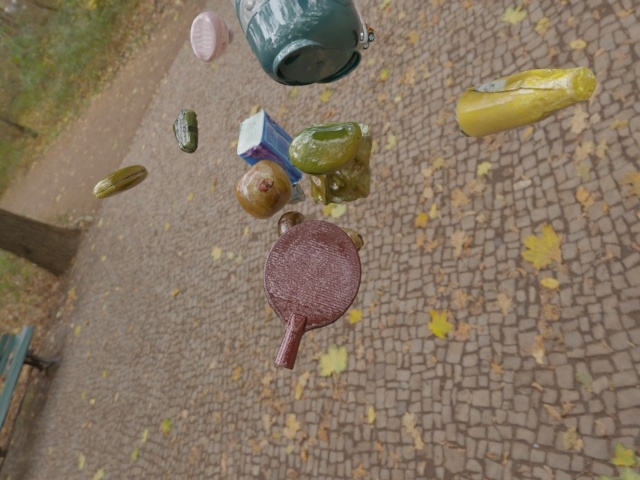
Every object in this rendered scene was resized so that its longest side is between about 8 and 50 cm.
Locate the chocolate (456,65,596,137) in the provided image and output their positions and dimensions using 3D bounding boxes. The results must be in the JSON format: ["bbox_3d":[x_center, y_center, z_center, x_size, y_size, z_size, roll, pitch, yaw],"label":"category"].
[{"bbox_3d":[0.547,-0.388,1.407,0.162,0.162,0.445,-66,18,-4],"label":"chocolate"}]

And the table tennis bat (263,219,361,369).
[{"bbox_3d":[-0.027,0.104,1.049,0.038,0.200,0.310,118,170,-75],"label":"table tennis bat"}]

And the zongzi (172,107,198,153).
[{"bbox_3d":[-0.324,-0.238,1.215,0.113,0.052,0.104,-25,62,50],"label":"zongzi"}]

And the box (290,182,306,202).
[{"bbox_3d":[-0.115,-0.197,2.206,0.069,0.122,0.084,-22,84,11],"label":"box"}]

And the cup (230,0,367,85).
[{"bbox_3d":[-0.026,-0.448,1.018,0.219,0.289,0.258,-32,75,44],"label":"cup"}]

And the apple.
[{"bbox_3d":[-0.202,-0.184,1.879,0.211,0.188,0.211,-43,7,7],"label":"apple"}]

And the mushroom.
[{"bbox_3d":[-0.032,0.009,1.670,0.254,0.267,0.267,-37,30,-20],"label":"mushroom"}]

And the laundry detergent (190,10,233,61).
[{"bbox_3d":[-0.366,-0.706,1.795,0.335,0.087,0.159,-86,0,-67],"label":"laundry detergent"}]

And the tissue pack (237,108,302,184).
[{"bbox_3d":[-0.201,-0.362,2.115,0.146,0.263,0.198,-24,48,29],"label":"tissue pack"}]

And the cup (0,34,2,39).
[{"bbox_3d":[-0.892,-0.489,1.344,0.120,0.120,0.141,-125,43,-51],"label":"cup"}]

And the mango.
[{"bbox_3d":[0.012,-0.226,1.297,0.191,0.085,0.122,-5,90,18],"label":"mango"}]

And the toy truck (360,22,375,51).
[{"bbox_3d":[0.094,-0.671,1.772,0.178,0.115,0.080,-56,23,-8],"label":"toy truck"}]

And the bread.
[{"bbox_3d":[0.062,-0.259,1.716,0.238,0.252,0.196,-5,27,11],"label":"bread"}]

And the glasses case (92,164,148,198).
[{"bbox_3d":[-0.575,-0.174,1.508,0.079,0.064,0.234,-27,14,15],"label":"glasses case"}]
